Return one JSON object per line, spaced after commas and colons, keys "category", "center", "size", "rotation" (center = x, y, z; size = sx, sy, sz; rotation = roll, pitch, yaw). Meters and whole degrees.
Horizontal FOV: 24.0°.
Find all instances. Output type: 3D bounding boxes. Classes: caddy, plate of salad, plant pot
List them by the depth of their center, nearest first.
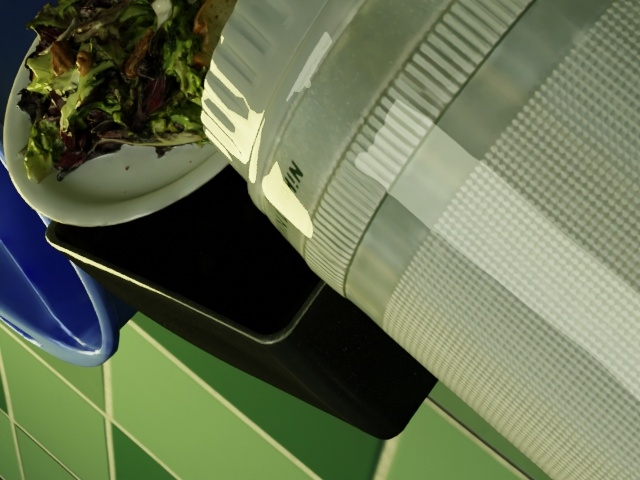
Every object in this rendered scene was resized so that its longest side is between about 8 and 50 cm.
{"category": "plate of salad", "center": [-0.098, -0.099, 0.813], "size": [0.199, 0.200, 0.048], "rotation": [22, 166, 40]}
{"category": "plant pot", "center": [0.000, 0.000, 0.840], "size": [0.187, 0.188, 0.167], "rotation": [21, 157, 40]}
{"category": "caddy", "center": [-0.235, -0.065, 1.072], "size": [0.241, 0.179, 0.341], "rotation": [-2, 125, 55]}

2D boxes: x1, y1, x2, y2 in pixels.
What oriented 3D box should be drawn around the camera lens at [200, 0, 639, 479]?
{"category": "camera lens", "center": [0.120, -0.026, 0.571], "size": [0.274, 0.219, 0.219], "rotation": [41, 152, 11]}
